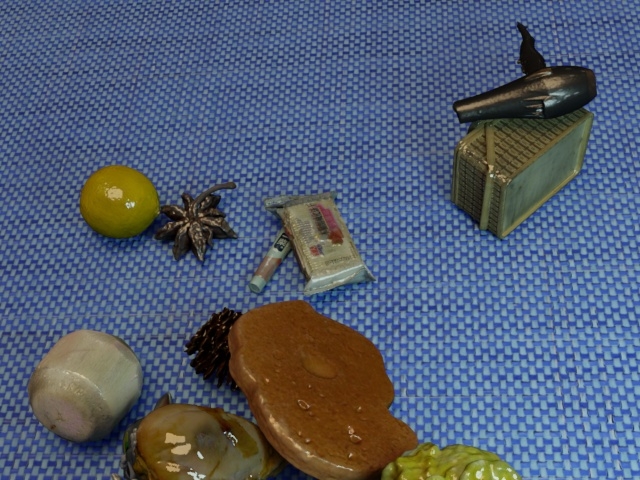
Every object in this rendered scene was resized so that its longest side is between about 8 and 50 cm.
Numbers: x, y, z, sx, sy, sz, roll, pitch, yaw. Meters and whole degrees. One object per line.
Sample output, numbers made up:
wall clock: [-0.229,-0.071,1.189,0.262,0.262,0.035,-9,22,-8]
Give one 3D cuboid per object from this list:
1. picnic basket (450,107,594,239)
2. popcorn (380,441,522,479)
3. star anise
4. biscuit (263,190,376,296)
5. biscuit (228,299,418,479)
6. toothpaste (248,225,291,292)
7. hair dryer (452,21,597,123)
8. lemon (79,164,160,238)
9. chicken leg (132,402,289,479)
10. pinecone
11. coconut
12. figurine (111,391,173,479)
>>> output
picnic basket: [0.447,-0.188,1.959,0.312,0.228,0.175,-38,59,-19]
popcorn: [0.248,0.501,1.464,0.312,0.312,0.312,-4,54,6]
star anise: [-0.295,-0.055,2.061,0.209,0.089,0.232,10,68,6]
biscuit: [-0.005,0.001,1.974,0.185,0.079,0.309,-10,53,-16]
biscuit: [-0.009,0.282,1.668,0.349,0.078,0.455,15,32,-29]
toothpaste: [-0.106,0.037,2.001,0.056,0.036,0.205,22,55,15]
hair dryer: [0.443,-0.388,1.931,0.303,0.120,0.360,-11,42,13]
lemon: [-0.483,-0.091,2.064,0.203,0.178,0.178,17,57,5]
chicken leg: [-0.152,0.439,1.549,0.182,0.409,0.295,-30,64,37]
pinecone: [-0.191,0.240,1.798,0.163,0.163,0.165,-40,72,-20]
coconut: [-0.472,0.292,1.765,0.224,0.224,0.234,11,28,16]
figurine: [-0.316,0.432,1.613,0.140,0.193,0.265,-11,42,-24]
